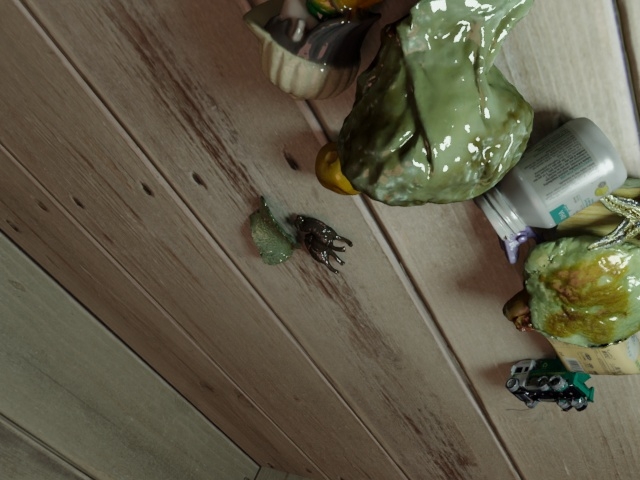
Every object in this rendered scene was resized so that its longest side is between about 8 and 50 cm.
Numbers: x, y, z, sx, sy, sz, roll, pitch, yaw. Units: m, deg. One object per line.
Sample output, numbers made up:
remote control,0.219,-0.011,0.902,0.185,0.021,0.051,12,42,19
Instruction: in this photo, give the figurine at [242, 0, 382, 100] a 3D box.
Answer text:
figurine,0.024,-0.351,0.891,0.332,0.185,0.205,-19,89,51

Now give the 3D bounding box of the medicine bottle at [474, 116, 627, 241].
medicine bottle,0.374,-0.093,0.947,0.215,0.135,0.135,-34,117,17

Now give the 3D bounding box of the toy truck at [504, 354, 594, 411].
toy truck,0.589,0.358,1.458,0.110,0.116,0.216,41,150,-15

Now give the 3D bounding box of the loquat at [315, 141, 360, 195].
loquat,0.054,-0.148,1.185,0.137,0.113,0.137,4,155,2

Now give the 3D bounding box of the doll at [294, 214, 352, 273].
doll,0.000,0.000,1.454,0.165,0.057,0.139,33,147,8

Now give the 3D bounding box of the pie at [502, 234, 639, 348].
pie,0.515,0.104,1.116,0.256,0.106,0.275,18,133,14

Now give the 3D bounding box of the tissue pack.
tissue pack,0.601,0.209,1.281,0.186,0.090,0.222,-13,127,46

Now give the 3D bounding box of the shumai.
shumai,0.172,-0.226,0.824,0.292,0.329,0.289,47,159,15

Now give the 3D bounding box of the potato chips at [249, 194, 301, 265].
potato chips,-0.128,-0.013,1.521,0.167,0.059,0.228,35,150,0

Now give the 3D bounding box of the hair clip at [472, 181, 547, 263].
hair clip,0.349,-0.060,1.098,0.090,0.137,0.278,-36,117,13

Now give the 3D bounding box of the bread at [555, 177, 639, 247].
bread,0.575,-0.014,1.060,0.266,0.041,0.267,17,143,14

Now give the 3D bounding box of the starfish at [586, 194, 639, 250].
starfish,0.557,-0.042,0.960,0.207,0.053,0.176,14,133,7
